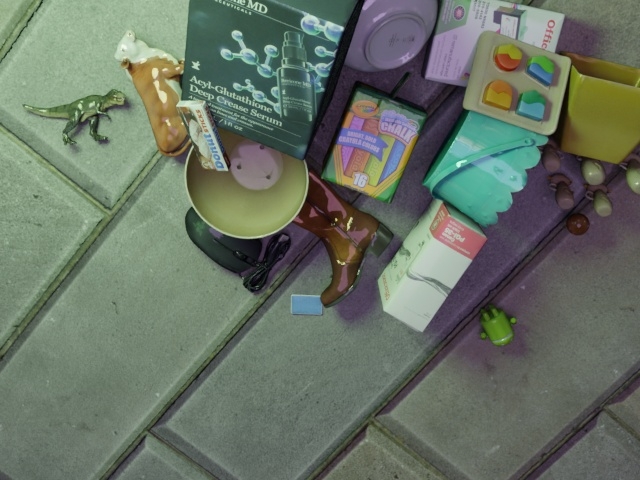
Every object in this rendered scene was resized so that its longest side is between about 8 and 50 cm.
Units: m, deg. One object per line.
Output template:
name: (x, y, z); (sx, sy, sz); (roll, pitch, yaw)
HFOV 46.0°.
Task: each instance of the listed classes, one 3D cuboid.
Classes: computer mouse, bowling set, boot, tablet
computer mouse: (-0.227, 0.005, 1.917); (0.272, 0.072, 0.188); (34, 106, -7)
bowling set: (0.623, -0.131, 1.816); (0.287, 0.154, 0.200); (16, 125, -3)
boot: (0.000, 0.000, 1.893); (0.280, 0.096, 0.264); (36, 106, -7)
tablet: (-0.037, 0.169, 1.991); (0.083, 0.006, 0.054); (2, 107, 1)

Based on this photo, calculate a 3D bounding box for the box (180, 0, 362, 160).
box: (-0.099, -0.399, 1.520); (0.294, 0.212, 0.395); (21, 146, 0)

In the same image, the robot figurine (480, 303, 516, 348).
robot figurine: (0.458, 0.224, 1.951); (0.101, 0.067, 0.115); (-29, 103, 4)

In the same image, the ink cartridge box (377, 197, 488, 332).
ink cartridge box: (0.265, 0.052, 1.833); (0.117, 0.207, 0.283); (30, 106, -10)

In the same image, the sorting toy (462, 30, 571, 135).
sorting toy: (0.429, -0.345, 1.631); (0.208, 0.038, 0.193); (16, 78, -2)

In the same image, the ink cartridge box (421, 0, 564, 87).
ink cartridge box: (0.390, -0.446, 1.726); (0.278, 0.117, 0.201); (11, 107, -1)

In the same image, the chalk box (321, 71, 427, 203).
chalk box: (0.133, -0.263, 1.764); (0.179, 0.180, 0.289); (20, 106, -4)

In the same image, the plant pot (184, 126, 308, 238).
plant pot: (-0.165, -0.165, 1.801); (0.284, 0.191, 0.284); (1, 106, 2)

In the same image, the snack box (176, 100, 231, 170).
snack box: (-0.250, -0.224, 1.626); (0.064, 0.022, 0.178); (3, 138, 21)

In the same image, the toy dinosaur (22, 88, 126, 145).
toy dinosaur: (-0.591, -0.299, 1.853); (0.268, 0.064, 0.118); (-8, 100, 7)

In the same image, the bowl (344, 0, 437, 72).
bowl: (0.139, -0.469, 1.639); (0.298, 0.134, 0.298); (-16, 146, -11)

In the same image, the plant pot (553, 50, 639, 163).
plant pot: (0.639, -0.297, 1.724); (0.212, 0.212, 0.187); (12, 118, -1)

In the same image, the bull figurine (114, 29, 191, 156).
bull figurine: (-0.363, -0.361, 1.798); (0.188, 0.101, 0.310); (-16, 105, 6)

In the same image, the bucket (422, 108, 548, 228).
bucket: (0.371, -0.185, 1.734); (0.183, 0.281, 0.281); (29, 106, 0)
